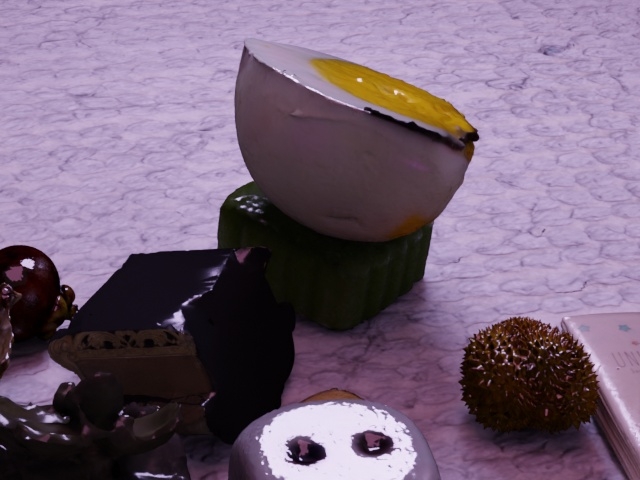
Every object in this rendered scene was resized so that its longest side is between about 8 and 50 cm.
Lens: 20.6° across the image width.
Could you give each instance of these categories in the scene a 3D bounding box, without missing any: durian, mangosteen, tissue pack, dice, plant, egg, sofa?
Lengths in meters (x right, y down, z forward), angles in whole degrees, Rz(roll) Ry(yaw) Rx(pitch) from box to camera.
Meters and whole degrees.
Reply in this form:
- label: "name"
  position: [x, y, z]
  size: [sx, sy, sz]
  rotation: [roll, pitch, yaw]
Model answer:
- label: "durian"
  position: [0.238, 0.156, 2.049]
  size: [0.158, 0.137, 0.168]
  rotation: [9, 31, -20]
- label: "mangosteen"
  position: [-0.356, 0.071, 2.138]
  size: [0.140, 0.140, 0.140]
  rotation: [3, 31, -2]
- label: "tissue pack"
  position: [0.407, 0.197, 2.059]
  size: [0.170, 0.071, 0.325]
  rotation: [-4, 31, -12]
- label: "dice"
  position: [0.014, 0.283, 1.751]
  size: [0.191, 0.193, 0.194]
  rotation: [-5, 31, -12]
- label: "plant"
  position: [-0.224, 0.243, 1.676]
  size: [0.215, 0.312, 0.213]
  rotation: [-11, 31, -18]
- label: "egg"
  position: [0.021, -0.109, 2.154]
  size: [0.337, 0.201, 0.337]
  rotation: [21, 11, -4]
- label: "sofa"
  position: [-0.163, 0.135, 2.046]
  size: [0.200, 0.182, 0.258]
  rotation: [-2, 27, 24]

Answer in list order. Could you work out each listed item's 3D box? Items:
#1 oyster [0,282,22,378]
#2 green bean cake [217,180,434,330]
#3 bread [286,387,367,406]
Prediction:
- label: "oyster"
  position: [-0.509, 0.120, 2.013]
  size: [0.337, 0.133, 0.198]
  rotation: [6, 33, 7]
- label: "green bean cake"
  position: [0.000, 0.000, 2.289]
  size: [0.248, 0.125, 0.222]
  rotation: [27, 38, 25]
- label: "bread"
  position: [0.026, 0.222, 1.966]
  size: [0.125, 0.082, 0.106]
  rotation: [18, 22, 40]
